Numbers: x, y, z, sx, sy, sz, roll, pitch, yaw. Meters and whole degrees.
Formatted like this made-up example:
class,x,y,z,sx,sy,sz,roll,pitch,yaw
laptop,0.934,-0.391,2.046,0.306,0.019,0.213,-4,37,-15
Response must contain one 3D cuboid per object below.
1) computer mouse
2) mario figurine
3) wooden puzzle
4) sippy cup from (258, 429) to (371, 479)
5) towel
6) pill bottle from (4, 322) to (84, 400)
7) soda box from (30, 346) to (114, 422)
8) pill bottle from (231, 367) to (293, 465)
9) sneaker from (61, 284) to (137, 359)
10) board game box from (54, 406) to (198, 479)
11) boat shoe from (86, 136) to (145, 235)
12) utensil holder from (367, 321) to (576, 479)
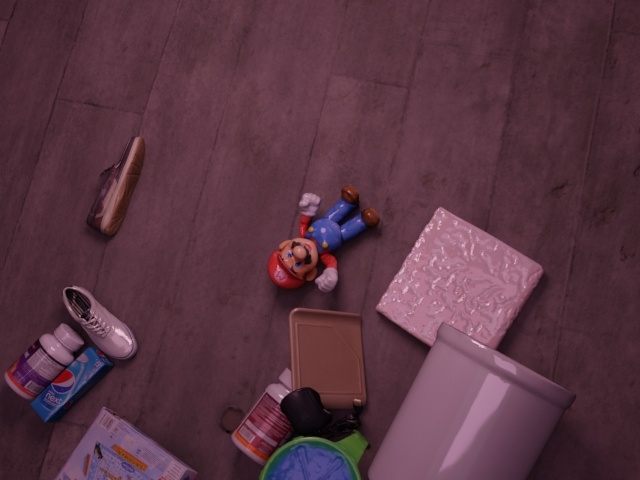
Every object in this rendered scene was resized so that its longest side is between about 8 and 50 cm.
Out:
class,x,y,z,sx,sy,sz,roll,pitch,yaw
computer mouse,0.016,0.420,1.690,0.184,0.262,0.060,-23,48,-5
mario figurine,0.000,0.000,1.815,0.320,0.170,0.198,-42,42,-11
wooden puzzle,0.015,0.295,1.761,0.220,0.044,0.239,9,72,-34
sippy cup,-0.018,0.584,1.660,0.305,0.224,0.240,-9,72,-1
towel,0.351,0.128,1.816,0.317,0.053,0.332,32,82,12
pill bottle,-0.717,0.313,1.858,0.108,0.108,0.193,44,85,13
soda box,-0.646,0.376,1.855,0.067,0.071,0.210,44,85,12
pill bottle,-0.111,0.434,1.762,0.121,0.121,0.221,36,83,12
sneaker,-0.592,0.219,1.873,0.258,0.091,0.094,39,84,12
board game box,-0.504,0.619,1.719,0.318,0.066,0.318,24,73,32
boat shoe,-0.563,-0.158,1.949,0.092,0.103,0.285,18,86,4
utensil holder,0.326,0.427,1.577,0.327,0.327,0.386,28,89,11
